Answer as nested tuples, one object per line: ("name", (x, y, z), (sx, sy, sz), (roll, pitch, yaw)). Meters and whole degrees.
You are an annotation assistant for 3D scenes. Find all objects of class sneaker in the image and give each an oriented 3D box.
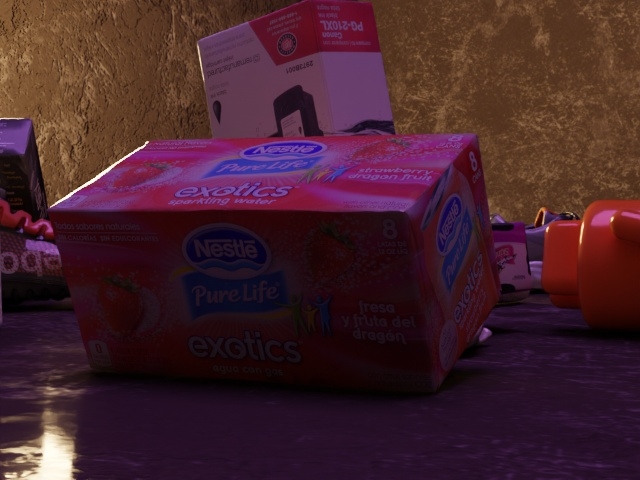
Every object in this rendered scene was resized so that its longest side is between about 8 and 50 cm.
("sneaker", (-0.326, 0.033, 1.596), (0.276, 0.135, 0.097), (22, -11, -3))
("sneaker", (0.333, 0.012, 1.766), (0.272, 0.108, 0.100), (0, 1, -9))

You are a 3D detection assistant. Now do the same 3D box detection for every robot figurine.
("robot figurine", (0.318, 0.024, 1.278), (0.219, 0.158, 0.128), (1, 31, 21))

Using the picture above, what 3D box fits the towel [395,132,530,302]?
("towel", (0.105, -0.027, 1.599), (0.187, 0.049, 0.282), (-5, 50, -51))

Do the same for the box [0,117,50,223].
("box", (-0.498, -0.037, 1.709), (0.307, 0.242, 0.076), (-1, 44, -1))

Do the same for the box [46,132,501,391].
("box", (-0.032, 0.010, 1.046), (0.300, 0.142, 0.154), (1, 25, 28))

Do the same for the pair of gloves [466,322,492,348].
("pair of gloves", (0.017, 0.074, 1.184), (0.240, 0.042, 0.204), (2, 3, 31))

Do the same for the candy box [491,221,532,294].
("candy box", (0.072, 0.034, 1.370), (0.159, 0.071, 0.233), (-3, -6, -33))

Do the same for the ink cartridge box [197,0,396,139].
("ink cartridge box", (-0.018, -0.108, 1.405), (0.172, 0.237, 0.100), (-12, -3, 43))

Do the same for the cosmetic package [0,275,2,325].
("cosmetic package", (-0.442, -0.021, 1.348), (0.225, 0.224, 0.138), (1, 3, 17))
